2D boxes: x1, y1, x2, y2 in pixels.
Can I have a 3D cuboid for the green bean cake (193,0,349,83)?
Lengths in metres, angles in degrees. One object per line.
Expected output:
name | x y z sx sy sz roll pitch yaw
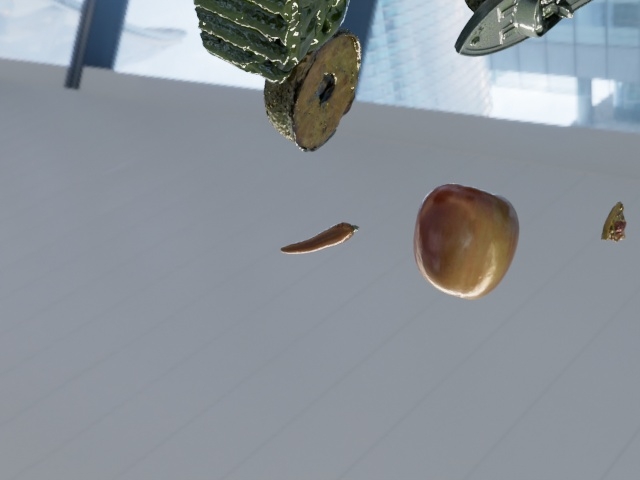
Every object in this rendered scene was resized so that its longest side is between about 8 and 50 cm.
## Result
green bean cake | -0.055 -0.471 1.335 0.218 0.335 0.319 29 -119 12

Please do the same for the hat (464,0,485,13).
hat | 0.400 -0.550 1.537 0.266 0.265 0.128 6 -144 29

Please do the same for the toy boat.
toy boat | 0.369 -0.407 1.357 0.320 0.141 0.092 -31 -120 0

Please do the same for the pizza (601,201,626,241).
pizza | 0.579 -0.027 1.528 0.025 0.078 0.083 13 -104 53

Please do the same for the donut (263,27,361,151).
donut | -0.019 -0.324 1.652 0.107 0.272 0.272 26 -137 23

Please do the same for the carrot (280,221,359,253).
carrot | 0.000 0.000 1.357 0.142 0.035 0.035 -20 -153 11

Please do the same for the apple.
apple | 0.235 0.001 1.291 0.199 0.199 0.199 -9 -151 5
